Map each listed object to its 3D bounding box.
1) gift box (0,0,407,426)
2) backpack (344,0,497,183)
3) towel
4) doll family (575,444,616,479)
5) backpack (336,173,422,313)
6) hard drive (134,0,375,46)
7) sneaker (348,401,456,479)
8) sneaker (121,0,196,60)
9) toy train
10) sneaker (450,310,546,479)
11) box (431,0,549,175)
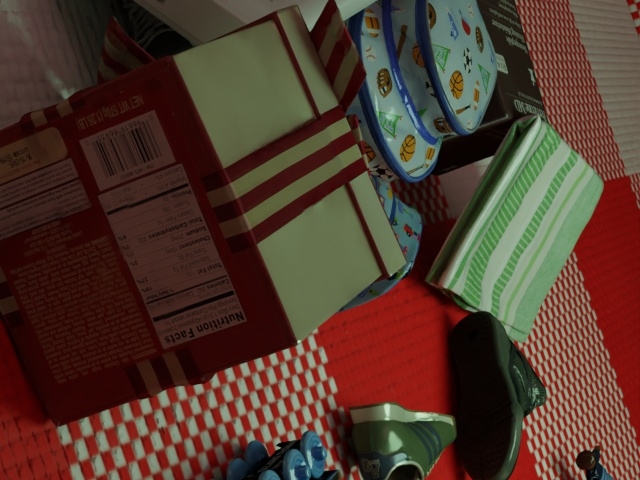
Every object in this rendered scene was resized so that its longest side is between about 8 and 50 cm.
[{"bbox_3d":[-0.098,-0.046,1.299,0.258,0.255,0.276,-33,106,-64],"label":"gift box"},{"bbox_3d":[0.063,-0.183,1.827,0.276,0.213,0.263,58,41,-31],"label":"backpack"},{"bbox_3d":[0.248,-0.010,2.103,0.248,0.038,0.325,-61,152,-1],"label":"towel"},{"bbox_3d":[0.352,0.355,2.211,0.111,0.076,0.193,43,31,-40],"label":"doll family"},{"bbox_3d":[0.000,0.000,1.575,0.117,0.173,0.158,58,27,-27],"label":"backpack"},{"bbox_3d":[-0.082,-0.267,1.568,0.233,0.047,0.353,36,28,6],"label":"hard drive"},{"bbox_3d":[0.085,0.217,1.745,0.192,0.064,0.086,22,60,-60],"label":"sneaker"},{"bbox_3d":[-0.153,-0.190,1.511,0.132,0.086,0.229,61,11,-7],"label":"sneaker"},{"bbox_3d":[-0.037,0.229,1.444,0.184,0.080,0.105,-34,110,-66],"label":"toy train"},{"bbox_3d":[0.215,0.202,2.002,0.130,0.087,0.227,43,30,-37],"label":"sneaker"},{"bbox_3d":[0.155,-0.206,2.081,0.168,0.167,0.203,8,65,-64],"label":"box"}]
